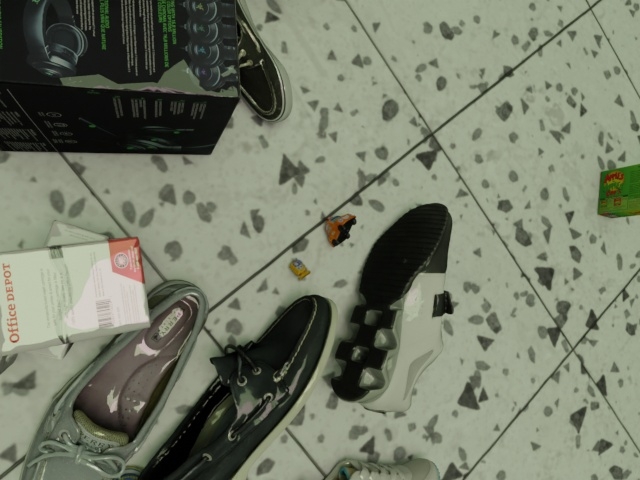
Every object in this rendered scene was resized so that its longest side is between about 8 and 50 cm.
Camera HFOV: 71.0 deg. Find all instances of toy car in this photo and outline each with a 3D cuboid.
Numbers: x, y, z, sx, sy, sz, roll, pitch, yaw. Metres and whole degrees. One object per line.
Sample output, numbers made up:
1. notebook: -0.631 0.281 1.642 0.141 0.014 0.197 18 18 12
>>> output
1. toy car: 0.000 0.000 0.676 0.122 0.060 0.040 -39 68 -25

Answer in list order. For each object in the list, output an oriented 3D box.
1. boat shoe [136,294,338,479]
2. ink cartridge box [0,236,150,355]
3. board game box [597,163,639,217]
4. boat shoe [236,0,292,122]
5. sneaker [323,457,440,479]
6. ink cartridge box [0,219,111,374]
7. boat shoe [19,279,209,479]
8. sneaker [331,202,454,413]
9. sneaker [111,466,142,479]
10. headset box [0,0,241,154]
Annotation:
1. boat shoe: -0.109 0.198 0.585 0.113 0.127 0.340 40 84 -26
2. ink cartridge box: -0.255 0.053 0.466 0.135 0.056 0.099 -7 91 -24
3. board game box: 0.618 -0.098 0.838 0.043 0.181 0.092 12 83 -19
4. boat shoe: -0.115 -0.259 0.616 0.219 0.078 0.070 61 31 -17
5. sneaker: 0.076 0.370 0.662 0.229 0.087 0.092 -13 89 -22
6. ink cartridge box: -0.309 0.072 0.531 0.060 0.104 0.180 20 81 -21
7. boat shoe: -0.245 0.189 0.546 0.118 0.103 0.320 39 75 -14
8. sneaker: 0.138 0.104 0.698 0.146 0.123 0.330 34 74 -33
9. sneaker: -0.268 0.358 0.551 0.053 0.059 0.144 31 78 -18
10. headset box: -0.232 -0.186 0.499 0.283 0.246 0.131 -2 88 -20
